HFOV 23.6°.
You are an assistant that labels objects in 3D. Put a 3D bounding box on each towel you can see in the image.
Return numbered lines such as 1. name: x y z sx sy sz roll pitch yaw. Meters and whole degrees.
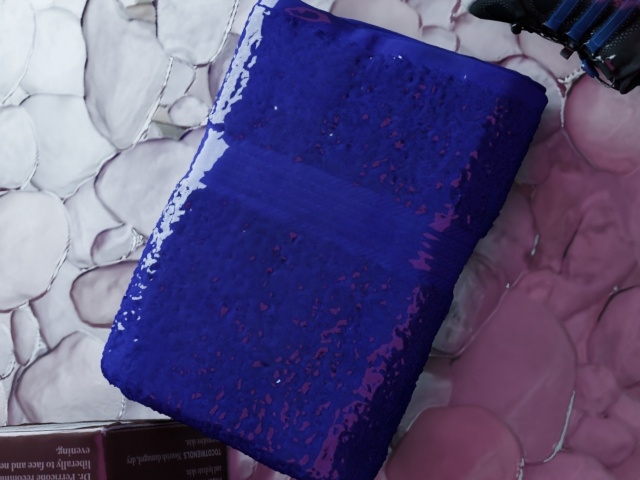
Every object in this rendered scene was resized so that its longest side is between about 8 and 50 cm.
1. towel: 0.000 0.000 1.051 0.228 0.076 0.308 23 86 25

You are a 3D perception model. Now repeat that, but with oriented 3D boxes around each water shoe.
1. water shoe: 0.184 -0.136 0.993 0.203 0.073 0.080 5 91 26

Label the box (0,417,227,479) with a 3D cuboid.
1. box: -0.173 0.229 1.080 0.168 0.167 0.203 -4 85 24
